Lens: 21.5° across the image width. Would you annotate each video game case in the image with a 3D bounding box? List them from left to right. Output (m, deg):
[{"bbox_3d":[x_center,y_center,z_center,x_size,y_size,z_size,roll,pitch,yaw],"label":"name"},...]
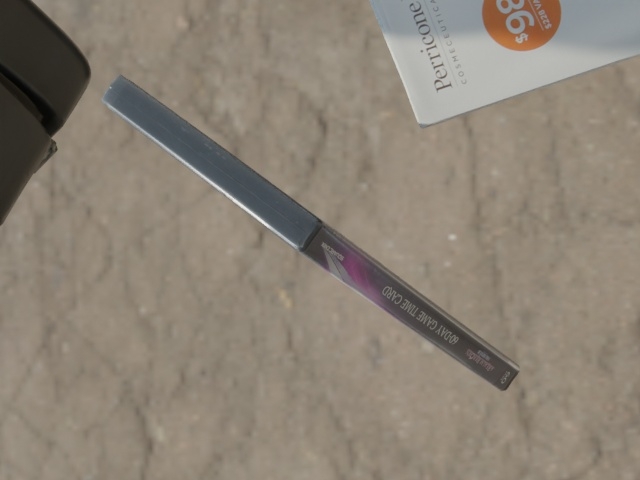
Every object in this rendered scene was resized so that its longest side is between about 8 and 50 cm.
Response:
[{"bbox_3d":[0.000,0.000,1.076,0.196,0.274,0.026,37,90,37],"label":"video game case"}]

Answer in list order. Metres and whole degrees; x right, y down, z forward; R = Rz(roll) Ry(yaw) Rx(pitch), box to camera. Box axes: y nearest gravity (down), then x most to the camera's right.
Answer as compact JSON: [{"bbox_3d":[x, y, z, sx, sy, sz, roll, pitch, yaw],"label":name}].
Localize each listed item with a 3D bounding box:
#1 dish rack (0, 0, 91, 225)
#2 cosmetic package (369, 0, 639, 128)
[{"bbox_3d":[-0.192,0.036,0.607,0.271,0.074,0.208,-39,19,44],"label":"dish rack"},{"bbox_3d":[0.125,-0.286,0.952,0.284,0.097,0.377,-18,105,20],"label":"cosmetic package"}]
